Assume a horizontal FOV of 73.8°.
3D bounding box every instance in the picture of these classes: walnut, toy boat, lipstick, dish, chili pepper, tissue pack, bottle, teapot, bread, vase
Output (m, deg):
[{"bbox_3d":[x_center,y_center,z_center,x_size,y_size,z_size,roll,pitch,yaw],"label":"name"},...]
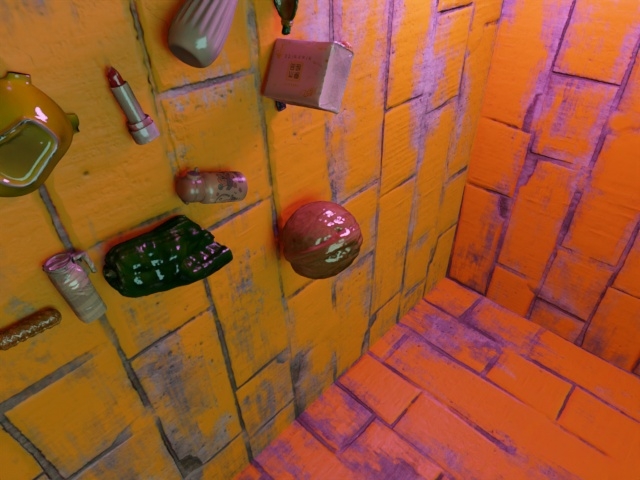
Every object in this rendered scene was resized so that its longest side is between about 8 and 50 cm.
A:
[{"bbox_3d":[0.000,0.000,1.676,0.333,0.333,0.332,-32,137,-35],"label":"walnut"},{"bbox_3d":[-0.105,-0.697,1.186,0.088,0.089,0.229,-60,153,-27],"label":"toy boat"},{"bbox_3d":[-0.463,-0.329,1.034,0.063,0.057,0.186,-41,136,-26],"label":"lipstick"},{"bbox_3d":[-0.623,-0.196,0.874,0.262,0.108,0.221,-51,146,-12],"label":"dish"},{"bbox_3d":[-0.429,0.054,1.259,0.385,0.168,0.213,-20,131,-45],"label":"chili pepper"},{"bbox_3d":[-0.039,-0.498,1.284,0.124,0.225,0.184,-3,111,-54],"label":"tissue pack"},{"bbox_3d":[-0.327,-0.165,1.287,0.209,0.097,0.110,-11,126,-48],"label":"bottle"},{"bbox_3d":[-0.630,0.116,1.125,0.107,0.077,0.200,-41,142,-32],"label":"teapot"},{"bbox_3d":[-0.745,0.226,1.086,0.157,0.044,0.052,-31,143,-35],"label":"bread"},{"bbox_3d":[-0.275,-0.555,1.050,0.128,0.128,0.248,37,76,-56],"label":"vase"}]

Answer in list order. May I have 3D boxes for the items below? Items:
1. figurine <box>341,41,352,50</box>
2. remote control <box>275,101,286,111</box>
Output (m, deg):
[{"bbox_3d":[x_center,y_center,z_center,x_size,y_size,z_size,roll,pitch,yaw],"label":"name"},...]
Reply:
[{"bbox_3d":[0.072,-0.643,1.498,0.064,0.047,0.109,-9,131,-58],"label":"figurine"},{"bbox_3d":[-0.134,-0.469,1.387,0.039,0.014,0.096,-39,140,-30],"label":"remote control"}]
